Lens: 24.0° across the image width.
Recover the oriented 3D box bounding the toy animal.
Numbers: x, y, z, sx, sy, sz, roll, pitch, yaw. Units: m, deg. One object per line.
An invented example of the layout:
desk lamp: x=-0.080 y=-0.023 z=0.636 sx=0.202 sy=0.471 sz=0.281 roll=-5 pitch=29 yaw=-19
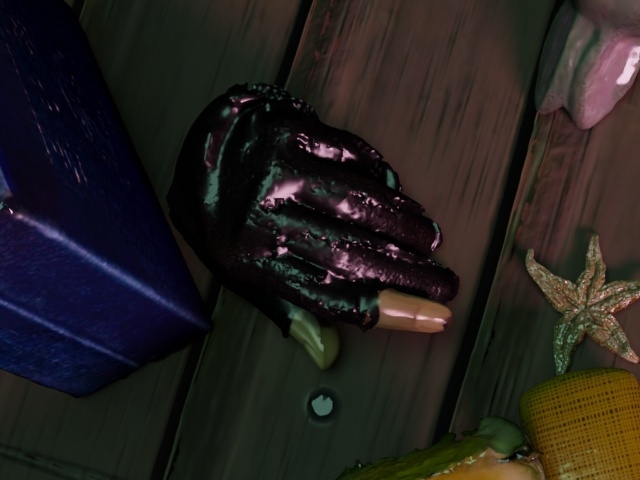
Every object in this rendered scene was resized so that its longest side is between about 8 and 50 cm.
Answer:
toy animal: x=0.202 y=-0.182 z=0.878 sx=0.127 sy=0.125 sz=0.251 roll=31 pitch=91 yaw=51

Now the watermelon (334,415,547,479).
watermelon: x=-0.002 y=0.184 z=0.824 sx=0.301 sy=0.129 sz=0.123 roll=-28 pitch=66 yaw=13

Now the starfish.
starfish: x=0.152 y=0.040 z=0.880 sx=0.092 sy=0.016 sz=0.086 roll=39 pitch=87 yaw=17

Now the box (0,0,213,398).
box: x=-0.197 y=-0.065 z=0.874 sx=0.116 sy=0.279 sz=0.261 roll=-28 pitch=69 yaw=8

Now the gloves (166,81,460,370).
gloves: x=0.000 y=-0.002 z=0.890 sx=0.180 sy=0.106 sz=0.129 roll=31 pitch=84 yaw=26

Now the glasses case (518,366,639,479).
glasses case: x=0.162 y=0.184 z=0.808 sx=0.079 sy=0.064 sz=0.234 roll=-16 pitch=71 yaw=10
